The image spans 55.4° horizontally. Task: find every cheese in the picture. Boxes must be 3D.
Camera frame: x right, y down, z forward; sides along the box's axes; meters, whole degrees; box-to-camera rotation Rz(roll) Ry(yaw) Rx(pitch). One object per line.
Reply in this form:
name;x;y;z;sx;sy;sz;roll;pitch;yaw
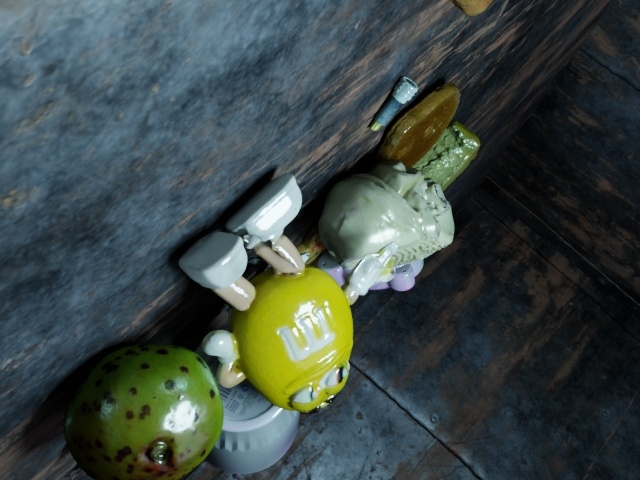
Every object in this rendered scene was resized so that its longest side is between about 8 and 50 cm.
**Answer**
cheese;-0.031;0.072;1.526;0.060;0.041;0.084;119;-4;-69

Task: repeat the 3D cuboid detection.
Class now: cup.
cup;-0.163;0.337;1.274;0.253;0.253;0.371;-42;164;-23

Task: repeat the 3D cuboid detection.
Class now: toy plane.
toy plane;-0.111;0.086;1.258;0.226;0.058;0.226;-45;157;-30

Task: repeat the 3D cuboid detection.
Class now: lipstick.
lipstick;0.129;-0.242;1.109;0.116;0.037;0.037;-51;168;31

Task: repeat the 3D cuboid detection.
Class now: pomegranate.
pomegranate;-0.285;0.269;0.953;0.231;0.231;0.286;-40;-166;-31

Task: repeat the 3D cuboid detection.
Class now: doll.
doll;-0.047;0.100;0.985;0.423;0.161;0.348;30;95;-39

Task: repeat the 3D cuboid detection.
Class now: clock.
clock;0.135;0.038;1.493;0.227;0.248;0.090;-52;137;-43

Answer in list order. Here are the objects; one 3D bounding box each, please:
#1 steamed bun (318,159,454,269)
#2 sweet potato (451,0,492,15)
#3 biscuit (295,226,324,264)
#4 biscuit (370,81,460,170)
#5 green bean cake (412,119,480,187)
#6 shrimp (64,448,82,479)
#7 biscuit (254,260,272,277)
steamed bun;0.128;-0.053;1.260;0.275;0.206;0.320;-17;169;11
sweet potato;0.200;-0.371;0.808;0.097;0.097;0.252;-51;169;15
biscuit;0.000;0.000;1.424;0.225;0.036;0.166;-43;166;-20
biscuit;0.209;-0.235;1.365;0.257;0.049;0.273;-40;164;-21
green bean cake;0.303;-0.192;1.647;0.236;0.124;0.233;-45;169;-11
shrimp;-0.397;0.355;1.104;0.075;0.073;0.190;38;84;-35
biscuit;-0.095;0.070;1.192;0.087;0.027;0.089;21;90;-55
